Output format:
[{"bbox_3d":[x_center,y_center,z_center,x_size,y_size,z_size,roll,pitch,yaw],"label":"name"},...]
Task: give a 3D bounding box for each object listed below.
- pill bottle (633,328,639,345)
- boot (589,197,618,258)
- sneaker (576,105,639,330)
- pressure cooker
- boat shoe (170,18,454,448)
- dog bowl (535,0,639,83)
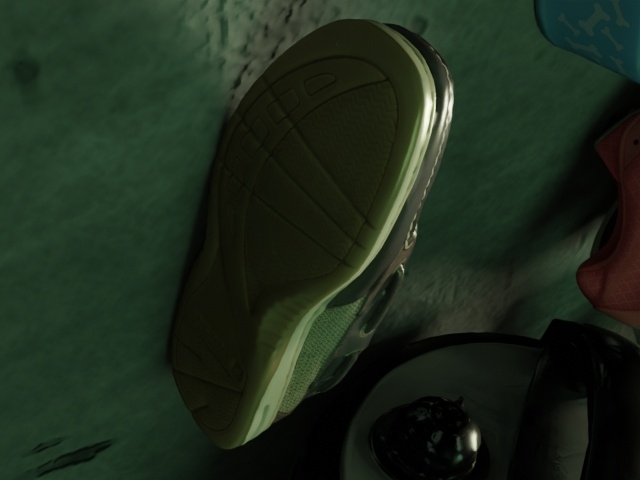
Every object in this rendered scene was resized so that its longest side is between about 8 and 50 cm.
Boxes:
[{"bbox_3d":[0.376,0.065,1.038,0.184,0.103,0.103,7,130,-17],"label":"pill bottle"},{"bbox_3d":[0.320,-0.016,0.960,0.244,0.088,0.176,-40,151,-9],"label":"boot"},{"bbox_3d":[0.257,-0.076,0.788,0.116,0.136,0.314,-28,134,-73],"label":"sneaker"},{"bbox_3d":[0.124,0.274,0.831,0.375,0.370,0.420,-7,135,-31],"label":"pressure cooker"},{"bbox_3d":[0.000,0.000,0.614,0.092,0.103,0.285,-20,147,-40],"label":"boat shoe"},{"bbox_3d":[0.196,-0.192,0.609,0.166,0.074,0.297,-35,149,-11],"label":"dog bowl"}]
